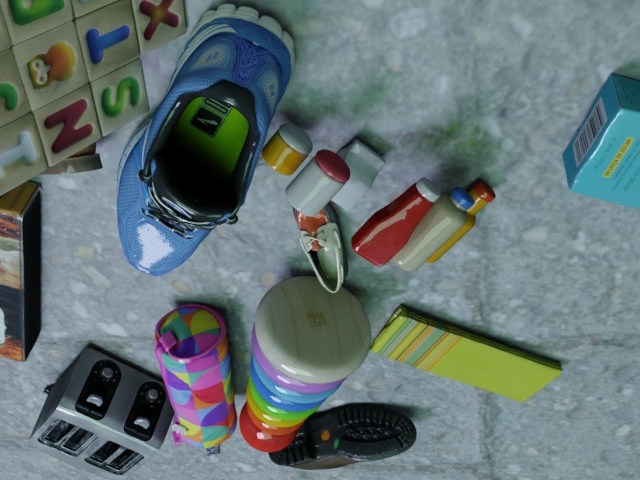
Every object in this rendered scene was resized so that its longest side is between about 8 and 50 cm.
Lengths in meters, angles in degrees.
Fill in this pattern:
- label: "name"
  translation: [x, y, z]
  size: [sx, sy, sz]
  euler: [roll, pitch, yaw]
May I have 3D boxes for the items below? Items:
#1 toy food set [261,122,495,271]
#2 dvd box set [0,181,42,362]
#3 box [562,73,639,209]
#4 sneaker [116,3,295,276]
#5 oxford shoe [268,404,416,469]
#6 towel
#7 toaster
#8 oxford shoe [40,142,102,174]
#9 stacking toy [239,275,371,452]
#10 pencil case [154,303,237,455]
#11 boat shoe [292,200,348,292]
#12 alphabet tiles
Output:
- label: "toy food set"
  translation: [0.064, -0.052, 0.688]
  size: [0.232, 0.111, 0.104]
  euler: [33, 118, -19]
- label: "dvd box set"
  translation: [-0.568, -0.005, 0.875]
  size: [0.421, 0.062, 0.307]
  euler: [17, 133, -7]
- label: "box"
  translation: [0.363, -0.069, 0.648]
  size: [0.245, 0.060, 0.100]
  euler: [14, 135, -3]
- label: "sneaker"
  translation: [-0.137, -0.064, 0.682]
  size: [0.130, 0.147, 0.330]
  euler: [23, 134, -12]
- label: "oxford shoe"
  translation: [0.042, 0.304, 1.067]
  size: [0.227, 0.082, 0.096]
  euler: [-11, 149, 21]
- label: "towel"
  translation: [0.190, 0.154, 0.926]
  size: [0.237, 0.021, 0.102]
  euler: [20, 139, -10]
- label: "toaster"
  translation: [-0.334, 0.268, 1.065]
  size: [0.168, 0.110, 0.186]
  euler: [33, 131, -19]
- label: "oxford shoe"
  translation: [-0.331, -0.108, 0.744]
  size: [0.213, 0.076, 0.075]
  euler: [-1, 103, 14]
- label: "stacking toy"
  translation: [-0.046, 0.188, 0.939]
  size: [0.141, 0.141, 0.330]
  euler: [17, 141, -6]
- label: "pencil case"
  translation: [-0.170, 0.196, 0.970]
  size: [0.105, 0.104, 0.236]
  euler: [6, 131, 5]
- label: "boat shoe"
  translation: [0.000, 0.000, 0.792]
  size: [0.049, 0.043, 0.137]
  euler: [-6, 131, 18]
- label: "alphabet tiles"
  translation: [-0.229, -0.163, 0.495]
  size: [0.011, 0.342, 0.285]
  euler: [30, 140, 25]
